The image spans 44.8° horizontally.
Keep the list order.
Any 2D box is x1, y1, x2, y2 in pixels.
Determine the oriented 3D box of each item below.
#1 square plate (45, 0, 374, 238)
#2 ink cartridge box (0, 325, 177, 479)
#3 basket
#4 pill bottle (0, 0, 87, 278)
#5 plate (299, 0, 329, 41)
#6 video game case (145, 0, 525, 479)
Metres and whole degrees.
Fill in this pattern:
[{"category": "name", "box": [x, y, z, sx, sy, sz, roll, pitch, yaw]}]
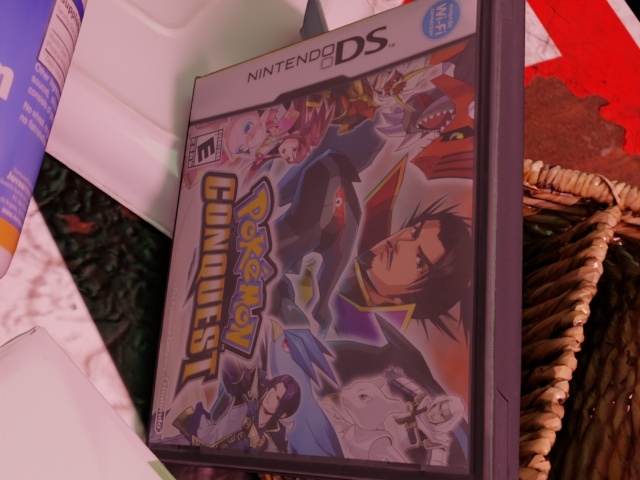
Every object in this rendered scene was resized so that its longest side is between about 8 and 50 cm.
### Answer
[{"category": "square plate", "box": [-0.143, -0.208, 0.643, 0.344, 0.049, 0.347, 35, 54, -9]}, {"category": "ink cartridge box", "box": [-0.132, 0.153, 0.365, 0.154, 0.212, 0.093, 48, 56, 1]}, {"category": "basket", "box": [0.111, 0.068, 0.534, 0.213, 0.223, 0.299, 37, 55, -7]}, {"category": "pill bottle", "box": [-0.225, -0.122, 0.455, 0.152, 0.152, 0.271, 16, 74, -21]}, {"category": "plate", "box": [0.012, -0.109, 0.619, 0.024, 0.188, 0.188, -15, 70, 5]}, {"category": "video game case", "box": [0.000, 0.000, 0.466, 0.035, 0.248, 0.274, 23, 67, -47]}]
